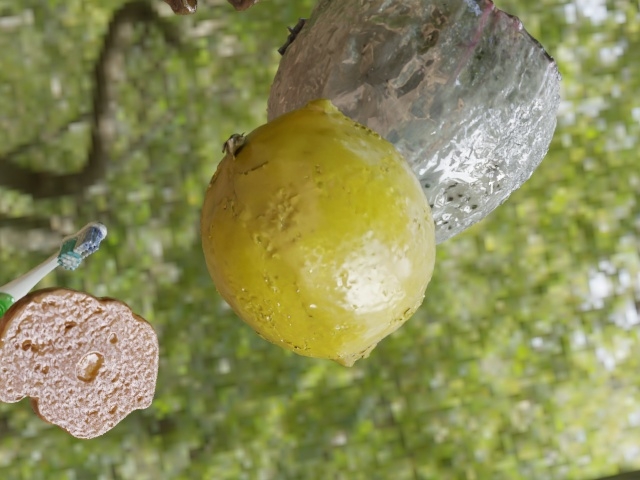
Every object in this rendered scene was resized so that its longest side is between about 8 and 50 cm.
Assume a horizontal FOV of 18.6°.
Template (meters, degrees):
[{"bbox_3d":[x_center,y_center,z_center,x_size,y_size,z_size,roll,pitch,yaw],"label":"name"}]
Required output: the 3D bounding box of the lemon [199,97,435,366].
[{"bbox_3d":[0.000,0.000,1.447,0.173,0.173,0.206,40,-27,60],"label":"lemon"}]

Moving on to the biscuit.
[{"bbox_3d":[-0.170,0.084,1.365,0.019,0.130,0.102,24,-89,59],"label":"biscuit"}]

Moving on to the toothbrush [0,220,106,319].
[{"bbox_3d":[-0.278,0.061,1.610,0.304,0.030,0.030,-32,-116,34],"label":"toothbrush"}]

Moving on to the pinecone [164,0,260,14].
[{"bbox_3d":[-0.094,-0.354,1.623,0.384,0.384,0.384,171,-90,-69],"label":"pinecone"}]

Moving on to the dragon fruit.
[{"bbox_3d":[0.093,-0.119,1.956,0.283,0.221,0.204,44,-29,-16],"label":"dragon fruit"}]
